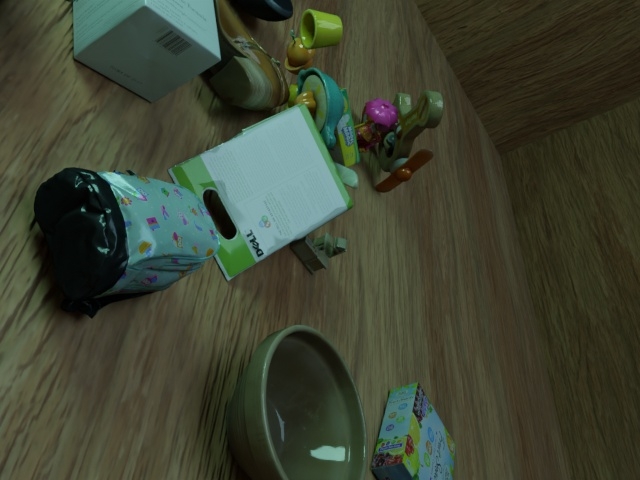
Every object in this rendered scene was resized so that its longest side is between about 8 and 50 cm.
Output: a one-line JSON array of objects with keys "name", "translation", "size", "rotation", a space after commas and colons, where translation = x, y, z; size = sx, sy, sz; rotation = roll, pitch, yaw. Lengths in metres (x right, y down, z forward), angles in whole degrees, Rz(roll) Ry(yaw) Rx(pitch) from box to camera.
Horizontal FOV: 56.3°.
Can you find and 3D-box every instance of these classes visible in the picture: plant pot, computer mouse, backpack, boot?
[{"name": "plant pot", "translation": [-0.042, 0.237, 0.774], "size": [0.237, 0.110, 0.237], "rotation": [41, 37, -41]}, {"name": "computer mouse", "translation": [-0.160, -0.542, 1.205], "size": [0.272, 0.072, 0.188], "rotation": [54, 29, 0]}, {"name": "backpack", "translation": [-0.200, -0.002, 0.654], "size": [0.182, 0.115, 0.152], "rotation": [10, 59, -63]}, {"name": "boot", "translation": [-0.152, -0.351, 1.030], "size": [0.283, 0.109, 0.220], "rotation": [55, 19, -1]}]

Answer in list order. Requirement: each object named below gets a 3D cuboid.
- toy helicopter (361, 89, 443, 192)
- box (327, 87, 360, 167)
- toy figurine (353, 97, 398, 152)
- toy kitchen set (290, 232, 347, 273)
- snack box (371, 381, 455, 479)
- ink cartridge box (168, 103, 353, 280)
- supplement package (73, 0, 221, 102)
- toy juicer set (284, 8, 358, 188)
[{"name": "toy helicopter", "translation": [0.206, -0.252, 1.445], "size": [0.355, 0.140, 0.235], "rotation": [149, -55, -75]}, {"name": "box", "translation": [0.025, -0.248, 1.232], "size": [0.105, 0.043, 0.179], "rotation": [32, -38, 57]}, {"name": "toy figurine", "translation": [0.112, -0.260, 1.389], "size": [0.173, 0.159, 0.130], "rotation": [30, 45, -53]}, {"name": "toy kitchen set", "translation": [0.000, 0.000, 1.081], "size": [0.075, 0.068, 0.083], "rotation": [52, 30, -30]}, {"name": "snack box", "translation": [0.180, 0.401, 1.113], "size": [0.174, 0.070, 0.207], "rotation": [60, 28, -16]}, {"name": "ink cartridge box", "translation": [-0.100, -0.077, 0.941], "size": [0.255, 0.097, 0.189], "rotation": [-32, 101, -29]}, {"name": "supplement package", "translation": [-0.240, -0.343, 0.814], "size": [0.139, 0.134, 0.244], "rotation": [24, 50, -55]}, {"name": "toy juicer set", "translation": [-0.024, -0.250, 1.148], "size": [0.089, 0.209, 0.329], "rotation": [-8, 92, -26]}]
